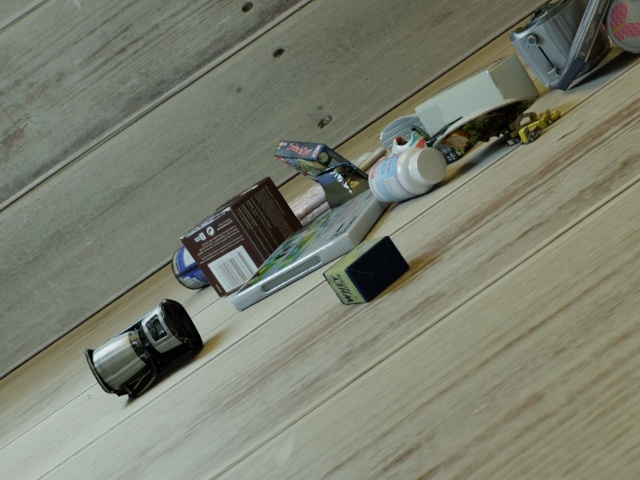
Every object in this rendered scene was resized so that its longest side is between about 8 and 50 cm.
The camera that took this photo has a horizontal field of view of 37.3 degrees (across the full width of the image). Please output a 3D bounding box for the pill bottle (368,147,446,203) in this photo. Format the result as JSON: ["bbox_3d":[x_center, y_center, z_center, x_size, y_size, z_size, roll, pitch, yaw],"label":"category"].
[{"bbox_3d":[0.163,-0.123,1.762,0.087,0.087,0.160,-39,9,-27],"label":"pill bottle"}]

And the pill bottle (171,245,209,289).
[{"bbox_3d":[-0.274,0.039,2.423,0.219,0.123,0.123,-26,12,41],"label":"pill bottle"}]

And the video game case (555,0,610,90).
[{"bbox_3d":[0.500,-0.422,1.718,0.196,0.026,0.274,54,-121,-83],"label":"video game case"}]

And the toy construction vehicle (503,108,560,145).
[{"bbox_3d":[0.355,-0.197,1.616,0.098,0.035,0.086,-38,9,-24],"label":"toy construction vehicle"}]

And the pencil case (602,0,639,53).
[{"bbox_3d":[0.579,-0.426,1.750,0.113,0.124,0.273,9,23,11],"label":"pencil case"}]

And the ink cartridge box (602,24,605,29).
[{"bbox_3d":[0.701,-0.547,2.207,0.232,0.066,0.189,-35,7,-37],"label":"ink cartridge box"}]

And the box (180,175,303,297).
[{"bbox_3d":[-0.170,-0.009,2.134,0.168,0.167,0.203,-29,10,32],"label":"box"}]

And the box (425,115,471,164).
[{"bbox_3d":[0.261,-0.197,1.886,0.052,0.062,0.083,-27,11,49],"label":"box"}]

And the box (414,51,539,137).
[{"bbox_3d":[0.329,-0.296,2.030,0.094,0.113,0.275,-37,10,-28],"label":"box"}]

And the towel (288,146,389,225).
[{"bbox_3d":[0.012,-0.131,2.526,0.317,0.053,0.332,-37,8,-14],"label":"towel"}]

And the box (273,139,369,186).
[{"bbox_3d":[0.005,-0.176,2.261,0.044,0.159,0.233,-62,27,-7],"label":"box"}]

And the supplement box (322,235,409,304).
[{"bbox_3d":[0.062,0.042,1.323,0.083,0.056,0.083,-38,9,-22],"label":"supplement box"}]

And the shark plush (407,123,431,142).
[{"bbox_3d":[0.227,-0.237,2.228,0.073,0.067,0.161,-31,9,18],"label":"shark plush"}]

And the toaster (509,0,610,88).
[{"bbox_3d":[0.488,-0.407,1.907,0.129,0.146,0.227,-25,13,44],"label":"toaster"}]

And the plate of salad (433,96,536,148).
[{"bbox_3d":[0.296,-0.200,1.693,0.199,0.048,0.200,-23,-8,-4],"label":"plate of salad"}]

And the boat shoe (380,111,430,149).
[{"bbox_3d":[0.263,-0.292,2.424,0.226,0.083,0.076,-21,-1,12],"label":"boat shoe"}]

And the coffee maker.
[{"bbox_3d":[-0.316,0.190,1.736,0.178,0.120,0.171,-33,8,7],"label":"coffee maker"}]

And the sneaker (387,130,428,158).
[{"bbox_3d":[0.182,-0.198,2.154,0.161,0.075,0.057,-25,13,48],"label":"sneaker"}]

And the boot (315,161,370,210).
[{"bbox_3d":[0.066,-0.123,2.068,0.082,0.106,0.219,-40,10,-33],"label":"boot"}]

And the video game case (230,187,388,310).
[{"bbox_3d":[0.000,0.000,1.885,0.300,0.036,0.329,-30,10,29],"label":"video game case"}]
